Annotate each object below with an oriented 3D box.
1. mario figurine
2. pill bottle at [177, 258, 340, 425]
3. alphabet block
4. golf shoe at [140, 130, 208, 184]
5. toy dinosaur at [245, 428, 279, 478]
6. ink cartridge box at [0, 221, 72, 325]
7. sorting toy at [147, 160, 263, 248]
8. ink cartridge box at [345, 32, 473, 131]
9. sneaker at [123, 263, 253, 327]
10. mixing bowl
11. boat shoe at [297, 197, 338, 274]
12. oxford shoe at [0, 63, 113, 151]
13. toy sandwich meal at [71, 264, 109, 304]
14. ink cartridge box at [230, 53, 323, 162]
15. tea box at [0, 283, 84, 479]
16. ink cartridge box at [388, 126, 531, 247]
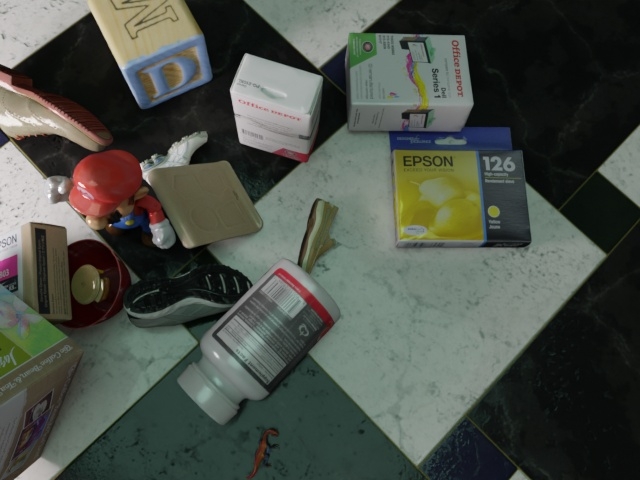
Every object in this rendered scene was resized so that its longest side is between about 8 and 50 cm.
[{"bbox_3d":[-0.407,-0.050,1.133,0.198,0.320,0.170,-18,75,-7],"label":"mario figurine"},{"bbox_3d":[-0.125,0.203,1.151,0.176,0.176,0.318,43,77,9],"label":"pill bottle"},{"bbox_3d":[-0.381,-0.454,1.318,0.193,0.192,0.197,-27,78,-12],"label":"alphabet block"},{"bbox_3d":[-0.321,-0.179,1.318,0.176,0.069,0.086,-35,99,-9],"label":"golf shoe"},{"bbox_3d":[-0.109,0.417,1.147,0.047,0.090,0.082,14,118,11],"label":"toy dinosaur"},{"bbox_3d":[-0.609,0.089,1.150,0.235,0.088,0.193,-19,74,26],"label":"ink cartridge box"},{"bbox_3d":[-0.248,-0.081,1.257,0.208,0.038,0.193,-18,72,-46],"label":"sorting toy"},{"bbox_3d":[0.201,-0.369,1.354,0.278,0.117,0.201,0,69,-3],"label":"ink cartridge box"},{"bbox_3d":[-0.272,0.122,1.216,0.271,0.108,0.100,-7,56,-21],"label":"sneaker"},{"bbox_3d":[-0.461,0.096,1.193,0.181,0.098,0.181,-4,76,16],"label":"mixing bowl"},{"bbox_3d":[0.000,0.000,1.276,0.072,0.068,0.190,18,74,-10],"label":"boat shoe"},{"bbox_3d":[-0.637,-0.277,1.311,0.348,0.123,0.130,30,101,4],"label":"oxford shoe"},{"bbox_3d":[-0.448,0.086,1.124,0.086,0.029,0.085,-4,81,27],"label":"toy sandwich meal"},{"bbox_3d":[-0.092,-0.279,1.257,0.172,0.237,0.100,17,74,2],"label":"ink cartridge box"},{"bbox_3d":[-0.646,0.257,1.010,0.323,0.220,0.329,34,117,6],"label":"tea box"},{"bbox_3d":[0.316,-0.135,1.327,0.304,0.072,0.307,-1,76,-3],"label":"ink cartridge box"}]
